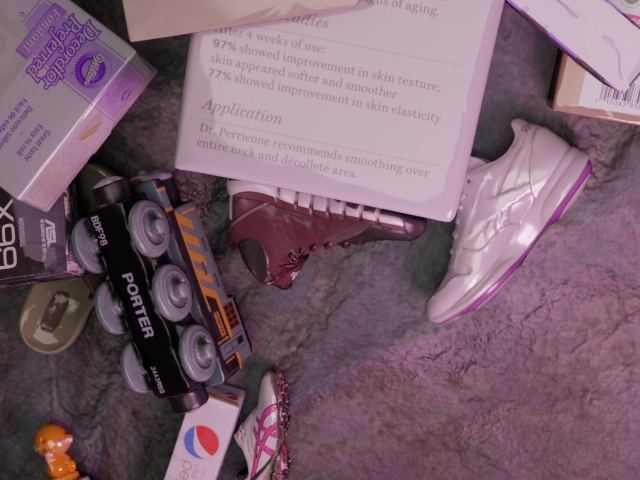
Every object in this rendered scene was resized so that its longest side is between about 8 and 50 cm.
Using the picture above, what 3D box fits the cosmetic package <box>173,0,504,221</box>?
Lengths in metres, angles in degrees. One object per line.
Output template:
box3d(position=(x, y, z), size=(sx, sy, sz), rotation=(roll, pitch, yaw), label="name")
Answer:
box3d(position=(0.041, -0.267, 1.264), size=(0.330, 0.327, 0.393), rotation=(12, 104, 3), label="cosmetic package")

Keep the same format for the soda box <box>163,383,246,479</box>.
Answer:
box3d(position=(-0.178, 0.314, 1.551), size=(0.074, 0.069, 0.216), rotation=(19, 103, 1), label="soda box")

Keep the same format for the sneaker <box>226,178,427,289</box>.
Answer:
box3d(position=(0.000, 0.000, 1.454), size=(0.282, 0.106, 0.162), rotation=(14, 109, 13), label="sneaker")

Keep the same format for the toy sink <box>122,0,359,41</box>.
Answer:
box3d(position=(-0.072, -0.289, 1.037), size=(0.234, 0.131, 0.152), rotation=(-7, 102, 14), label="toy sink")

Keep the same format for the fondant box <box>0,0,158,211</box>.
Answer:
box3d(position=(-0.415, -0.231, 1.363), size=(0.330, 0.096, 0.238), rotation=(37, 88, 11), label="fondant box")

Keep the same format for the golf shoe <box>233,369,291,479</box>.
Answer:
box3d(position=(-0.086, 0.277, 1.533), size=(0.086, 0.067, 0.186), rotation=(4, 103, 7), label="golf shoe")

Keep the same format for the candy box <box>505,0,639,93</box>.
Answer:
box3d(position=(0.297, -0.253, 1.221), size=(0.165, 0.196, 0.070), rotation=(39, 105, -1), label="candy box")

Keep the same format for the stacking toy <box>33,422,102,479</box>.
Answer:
box3d(position=(-0.362, 0.414, 1.564), size=(0.175, 0.166, 0.301), rotation=(-19, 89, 20), label="stacking toy")

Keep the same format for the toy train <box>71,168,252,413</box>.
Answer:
box3d(position=(-0.210, 0.063, 1.436), size=(0.142, 0.190, 0.333), rotation=(-16, 98, 26), label="toy train")

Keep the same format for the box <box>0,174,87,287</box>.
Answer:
box3d(position=(-0.455, -0.085, 1.436), size=(0.243, 0.076, 0.307), rotation=(-7, 81, 8), label="box")

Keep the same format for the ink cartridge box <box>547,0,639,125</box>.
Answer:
box3d(position=(0.428, -0.243, 1.352), size=(0.235, 0.088, 0.193), rotation=(10, 104, 5), label="ink cartridge box")

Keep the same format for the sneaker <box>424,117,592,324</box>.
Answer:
box3d(position=(0.225, -0.025, 1.426), size=(0.152, 0.114, 0.305), rotation=(39, 100, 11), label="sneaker")

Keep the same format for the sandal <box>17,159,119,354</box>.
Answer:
box3d(position=(-0.350, 0.035, 1.495), size=(0.120, 0.086, 0.302), rotation=(21, 103, 1), label="sandal")
